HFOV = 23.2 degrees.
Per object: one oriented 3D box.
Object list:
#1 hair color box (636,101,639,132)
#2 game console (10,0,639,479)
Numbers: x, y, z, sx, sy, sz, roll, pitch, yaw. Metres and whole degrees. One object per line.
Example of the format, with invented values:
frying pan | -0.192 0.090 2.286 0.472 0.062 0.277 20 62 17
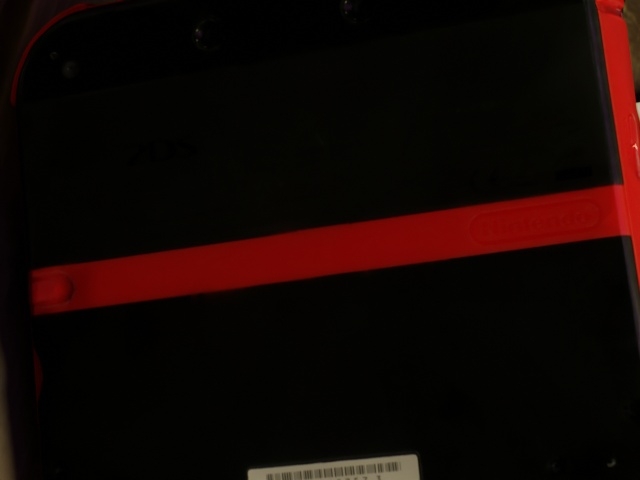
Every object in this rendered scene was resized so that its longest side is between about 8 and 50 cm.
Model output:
hair color box | 0.302 -0.037 1.320 0.093 0.053 0.167 -13 88 -35
game console | 0.000 0.000 0.931 0.060 0.386 0.342 10 73 -71
